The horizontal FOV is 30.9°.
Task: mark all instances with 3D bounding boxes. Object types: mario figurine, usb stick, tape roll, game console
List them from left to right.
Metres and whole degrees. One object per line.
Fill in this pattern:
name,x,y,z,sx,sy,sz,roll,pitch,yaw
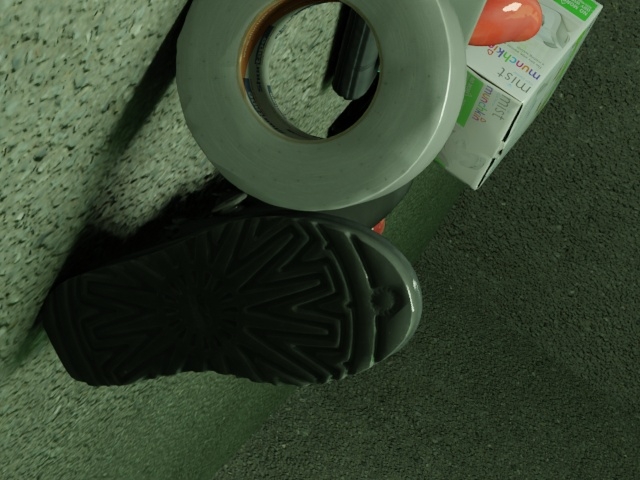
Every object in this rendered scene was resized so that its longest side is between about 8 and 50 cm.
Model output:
tape roll,0.001,-0.133,0.902,0.219,0.219,0.072,-56,171,14
usb stick,0.058,-0.252,1.294,0.077,0.045,0.278,-51,170,-24
game console,0.073,-0.170,1.601,0.122,0.107,0.071,-51,142,-18
mario figurine,0.241,-0.404,1.547,0.198,0.170,0.320,50,61,-44

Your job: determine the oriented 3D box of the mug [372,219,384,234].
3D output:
mug,-0.005,-0.020,1.742,0.113,0.150,0.169,-8,-154,48

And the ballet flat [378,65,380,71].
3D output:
ballet flat,0.096,-0.259,1.509,0.114,0.041,0.041,-45,167,-45

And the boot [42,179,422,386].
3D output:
boot,-0.002,0.000,1.158,0.445,0.367,0.146,-30,112,-60

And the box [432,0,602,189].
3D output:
box,0.282,-0.239,1.747,0.231,0.127,0.262,-49,170,-24

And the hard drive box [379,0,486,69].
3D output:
hard drive box,0.153,-0.306,1.294,0.232,0.089,0.181,109,3,-63
